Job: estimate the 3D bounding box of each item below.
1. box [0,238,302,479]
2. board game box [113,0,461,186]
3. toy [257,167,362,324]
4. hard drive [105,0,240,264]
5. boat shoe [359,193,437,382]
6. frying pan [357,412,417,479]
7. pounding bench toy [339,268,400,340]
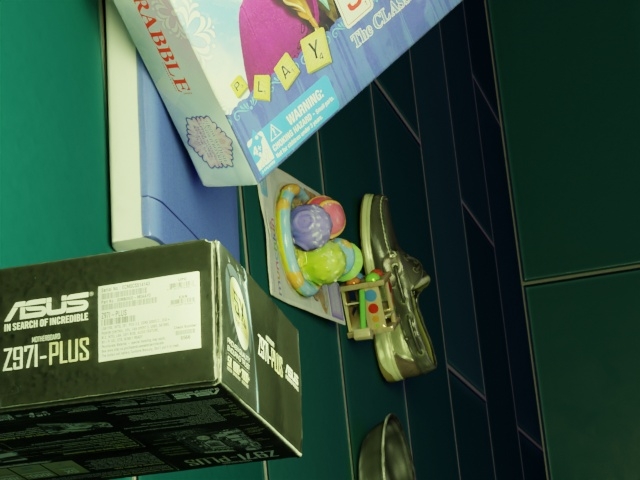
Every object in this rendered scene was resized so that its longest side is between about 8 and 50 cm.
[{"bbox_3d":[-0.114,0.070,0.950,0.147,0.180,0.078,53,31,-63],"label":"box"},{"bbox_3d":[-0.034,-0.257,1.333,0.318,0.066,0.318,-45,120,-35],"label":"board game box"},{"bbox_3d":[0.000,0.000,1.784,0.237,0.056,0.137,36,45,-72],"label":"toy"},{"bbox_3d":[-0.113,-0.113,1.403,0.210,0.040,0.319,52,31,-64],"label":"hard drive"},{"bbox_3d":[0.093,0.052,2.112,0.080,0.073,0.224,20,62,-76],"label":"boat shoe"},{"bbox_3d":[0.090,0.276,1.993,0.326,0.053,0.197,-36,116,-78],"label":"frying pan"},{"bbox_3d":[0.050,0.069,1.960,0.083,0.052,0.065,-43,122,-75],"label":"pounding bench toy"}]
